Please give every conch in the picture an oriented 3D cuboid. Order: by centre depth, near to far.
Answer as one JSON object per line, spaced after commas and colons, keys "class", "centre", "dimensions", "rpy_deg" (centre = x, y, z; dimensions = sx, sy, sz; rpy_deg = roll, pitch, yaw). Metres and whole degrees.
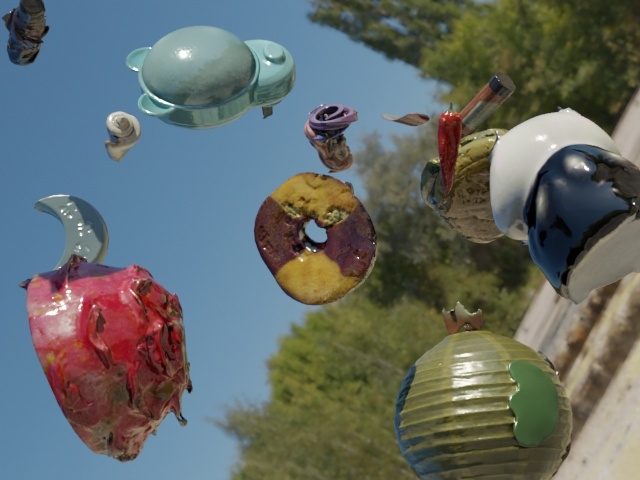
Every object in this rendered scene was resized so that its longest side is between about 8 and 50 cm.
{"class": "conch", "centre": [-0.533, -0.270, 2.668], "dimensions": [0.176, 0.094, 0.105], "rpy_deg": [-41, 53, 50]}

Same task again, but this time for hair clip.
{"class": "hair clip", "centre": [0.176, -0.255, 2.120], "dimensions": [0.137, 0.054, 0.022], "rpy_deg": [12, 92, 63]}

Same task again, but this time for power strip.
{"class": "power strip", "centre": [-0.568, 0.008, 2.320], "dimensions": [0.054, 0.167, 0.253], "rpy_deg": [82, 174, -64]}

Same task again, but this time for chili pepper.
{"class": "chili pepper", "centre": [0.236, -0.165, 1.877], "dimensions": [0.027, 0.045, 0.178], "rpy_deg": [-42, -44, -66]}

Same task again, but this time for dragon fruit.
{"class": "dragon fruit", "centre": [-0.358, 0.187, 1.832], "dimensions": [0.386, 0.249, 0.371], "rpy_deg": [-106, -5, -71]}

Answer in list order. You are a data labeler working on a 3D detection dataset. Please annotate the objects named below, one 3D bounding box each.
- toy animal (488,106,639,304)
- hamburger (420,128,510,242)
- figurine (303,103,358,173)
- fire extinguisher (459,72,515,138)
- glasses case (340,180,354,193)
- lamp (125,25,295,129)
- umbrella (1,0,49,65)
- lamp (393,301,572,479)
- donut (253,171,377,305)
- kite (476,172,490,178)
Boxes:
{"class": "toy animal", "centre": [0.418, -0.080, 1.692], "dimensions": [0.250, 0.310, 0.251], "rpy_deg": [-19, -38, -15]}
{"class": "hamburger", "centre": [0.368, -0.113, 2.164], "dimensions": [0.284, 0.134, 0.265], "rpy_deg": [-34, -40, 20]}
{"class": "figurine", "centre": [0.020, -0.220, 2.167], "dimensions": [0.126, 0.114, 0.157], "rpy_deg": [-68, -14, -47]}
{"class": "fire extinguisher", "centre": [0.304, -0.252, 1.974], "dimensions": [0.062, 0.050, 0.177], "rpy_deg": [-4, -33, -42]}
{"class": "glasses case", "centre": [0.045, -0.086, 2.509], "dimensions": [0.267, 0.067, 0.103], "rpy_deg": [124, 159, -85]}
{"class": "lamp", "centre": [-0.183, -0.286, 1.759], "dimensions": [0.147, 0.284, 0.209], "rpy_deg": [115, 146, -42]}
{"class": "umbrella", "centre": [-0.665, -0.473, 2.300], "dimensions": [0.090, 0.094, 0.326], "rpy_deg": [-25, 1, -23]}
{"class": "lamp", "centre": [0.219, 0.225, 1.417], "dimensions": [0.250, 0.250, 0.284], "rpy_deg": [89, 171, -71]}
{"class": "donut", "centre": [0.000, 0.000, 1.394], "dimensions": [0.166, 0.184, 0.073], "rpy_deg": [-51, -21, 8]}
{"class": "kite", "centre": [0.426, -0.093, 2.039], "dimensions": [0.189, 0.232, 0.009], "rpy_deg": [-34, 30, 49]}
